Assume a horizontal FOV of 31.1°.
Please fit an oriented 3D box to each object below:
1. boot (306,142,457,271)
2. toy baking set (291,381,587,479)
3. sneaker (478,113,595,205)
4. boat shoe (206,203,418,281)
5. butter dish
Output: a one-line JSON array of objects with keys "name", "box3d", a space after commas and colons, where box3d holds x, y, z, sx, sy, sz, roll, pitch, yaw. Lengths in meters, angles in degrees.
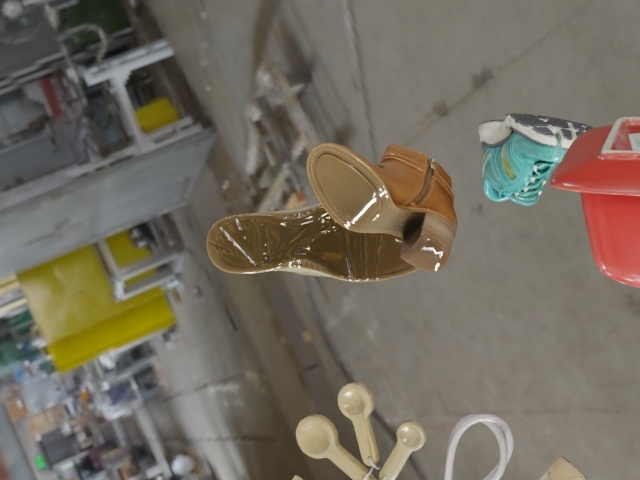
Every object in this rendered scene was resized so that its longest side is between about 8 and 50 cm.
[{"name": "boot", "box3d": [0.070, -0.066, 1.247, 0.197, 0.073, 0.152, 41, -147, -20]}, {"name": "toy baking set", "box3d": [0.072, 0.217, 0.894, 0.256, 0.030, 0.197, 9, 104, 24]}, {"name": "sneaker", "box3d": [0.267, -0.098, 1.438, 0.275, 0.107, 0.110, 177, 101, -83]}, {"name": "boat shoe", "box3d": [0.000, 0.000, 1.582, 0.098, 0.302, 0.109, -31, -61, -81]}, {"name": "butter dish", "box3d": [0.228, -0.009, 0.705, 0.160, 0.160, 0.118, -43, -48, -64]}]
